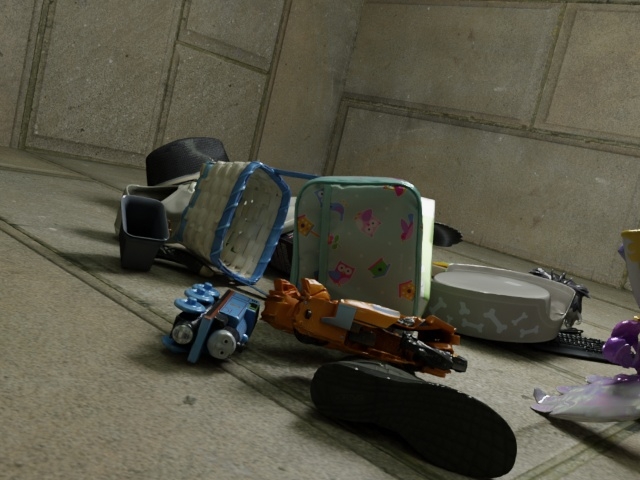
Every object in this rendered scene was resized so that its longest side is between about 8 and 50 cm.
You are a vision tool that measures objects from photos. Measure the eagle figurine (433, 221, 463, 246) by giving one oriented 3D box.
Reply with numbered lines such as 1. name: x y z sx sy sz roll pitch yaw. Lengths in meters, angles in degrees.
1. eagle figurine: 0.218 -0.017 1.860 0.298 0.226 0.225 -26 -25 -12

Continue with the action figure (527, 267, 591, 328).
1. action figure: 0.608 0.157 1.690 0.164 0.141 0.275 19 -7 23

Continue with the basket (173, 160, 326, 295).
1. basket: -0.124 -0.035 1.294 0.288 0.255 0.201 20 -8 32

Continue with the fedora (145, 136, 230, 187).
1. fedora: -0.382 -0.211 1.887 0.333 0.153 0.334 -16 0 0

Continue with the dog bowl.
1. dog bowl: 0.369 0.132 1.425 0.348 0.102 0.349 6 8 -1

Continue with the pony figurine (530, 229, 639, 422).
1. pony figurine: 0.517 0.165 0.916 0.302 0.364 0.351 0 -2 -32

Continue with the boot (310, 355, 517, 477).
1. boot: 0.118 0.192 0.786 0.246 0.084 0.161 18 3 19

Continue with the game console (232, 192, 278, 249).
1. game console: -0.294 -0.060 1.703 0.361 0.044 0.213 4 37 21

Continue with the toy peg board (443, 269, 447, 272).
1. toy peg board: 0.394 0.132 1.692 0.161 0.079 0.160 20 10 37

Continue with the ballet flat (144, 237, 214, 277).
1. ballet flat: -0.294 0.042 1.318 0.173 0.049 0.057 21 -15 12

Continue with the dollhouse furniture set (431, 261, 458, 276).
1. dollhouse furniture set: 0.380 0.037 2.080 0.301 0.151 0.197 17 8 23

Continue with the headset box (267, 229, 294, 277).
1. headset box: 0.000 0.000 1.532 0.218 0.110 0.293 -25 29 -31

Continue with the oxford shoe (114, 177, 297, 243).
1. oxford shoe: -0.243 -0.075 1.473 0.449 0.130 0.169 -2 22 -5

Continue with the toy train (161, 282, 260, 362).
1. toy train: -0.145 0.112 0.890 0.105 0.080 0.184 20 7 0

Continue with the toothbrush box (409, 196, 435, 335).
1. toothbrush box: 0.108 0.025 1.287 0.206 0.122 0.283 13 45 -1

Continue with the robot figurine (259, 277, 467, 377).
1. robot figurine: 0.072 0.130 0.940 0.290 0.085 0.211 19 -11 -23

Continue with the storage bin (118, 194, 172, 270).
1. storage bin: -0.341 -0.009 1.244 0.098 0.091 0.135 9 34 -27

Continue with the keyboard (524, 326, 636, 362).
1. keyboard: 0.564 0.227 1.488 0.317 0.033 0.201 12 7 -19

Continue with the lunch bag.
1. lunch bag: 0.054 0.033 1.086 0.223 0.279 0.108 3 7 0
